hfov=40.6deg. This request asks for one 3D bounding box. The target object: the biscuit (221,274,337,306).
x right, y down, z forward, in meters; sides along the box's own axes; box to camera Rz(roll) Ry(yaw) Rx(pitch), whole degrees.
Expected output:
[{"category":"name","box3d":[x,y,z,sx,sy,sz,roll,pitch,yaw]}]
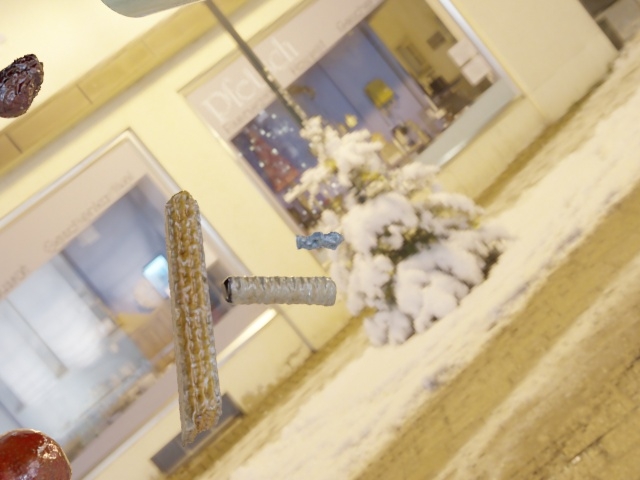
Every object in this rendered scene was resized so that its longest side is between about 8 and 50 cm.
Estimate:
[{"category":"biscuit","box3d":[-0.076,0.094,1.600,0.219,0.061,0.055,0,2,-22]}]

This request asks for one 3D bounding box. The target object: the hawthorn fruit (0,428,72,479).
[{"category":"hawthorn fruit","box3d":[-0.689,0.519,1.955,0.205,0.253,0.205,-41,-31,-32]}]

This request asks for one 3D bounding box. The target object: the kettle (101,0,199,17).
[{"category":"kettle","box3d":[-0.280,-0.527,1.552,0.318,0.205,0.265,5,-1,43]}]

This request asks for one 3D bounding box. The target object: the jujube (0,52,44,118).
[{"category":"jujube","box3d":[-0.650,-0.326,1.855,0.104,0.104,0.166,-36,17,47]}]

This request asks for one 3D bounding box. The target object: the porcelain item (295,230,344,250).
[{"category":"porcelain item","box3d":[0.000,0.000,1.453,0.083,0.028,0.036,-2,-36,-9]}]

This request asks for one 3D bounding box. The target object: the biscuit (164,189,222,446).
[{"category":"biscuit","box3d":[-0.191,0.104,1.276,0.054,0.378,0.094,-3,-29,-13]}]
